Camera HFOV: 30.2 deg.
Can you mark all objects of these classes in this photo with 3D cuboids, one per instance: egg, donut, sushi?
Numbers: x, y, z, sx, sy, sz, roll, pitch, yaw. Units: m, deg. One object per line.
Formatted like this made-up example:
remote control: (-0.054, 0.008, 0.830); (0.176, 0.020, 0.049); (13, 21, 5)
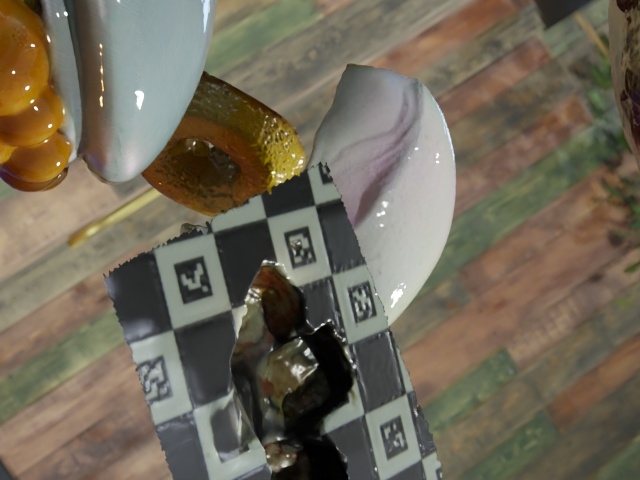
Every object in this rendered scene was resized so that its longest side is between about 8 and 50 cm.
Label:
egg: (0.016, 0.007, 1.037); (0.271, 0.206, 0.162); (-32, -141, 22)
donut: (-0.106, -0.085, 1.165); (0.162, 0.178, 0.065); (-55, -168, 53)
sushi: (-0.028, 0.084, 0.626); (0.040, 0.210, 0.192); (-10, -166, 42)

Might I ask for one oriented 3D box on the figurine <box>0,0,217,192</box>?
figurine: (-0.222, -0.171, 0.538); (0.205, 0.382, 0.224); (-63, -164, 8)

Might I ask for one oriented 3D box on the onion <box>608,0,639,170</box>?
onion: (0.305, -0.119, 0.658); (0.341, 0.341, 0.341); (-33, -177, 2)
